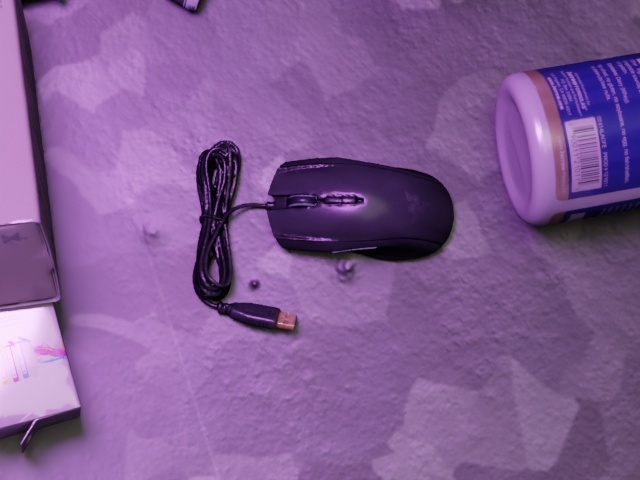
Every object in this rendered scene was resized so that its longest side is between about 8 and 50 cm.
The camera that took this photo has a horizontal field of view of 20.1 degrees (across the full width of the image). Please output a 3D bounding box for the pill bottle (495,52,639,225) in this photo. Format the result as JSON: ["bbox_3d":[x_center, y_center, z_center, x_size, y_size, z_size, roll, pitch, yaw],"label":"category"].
[{"bbox_3d":[0.316,-0.108,1.778,0.264,0.153,0.153,-9,80,-8],"label":"pill bottle"}]

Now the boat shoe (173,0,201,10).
[{"bbox_3d":[-0.117,-0.301,1.825,0.040,0.049,0.142,22,80,-1],"label":"boat shoe"}]

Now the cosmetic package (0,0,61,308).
[{"bbox_3d":[-0.324,-0.095,1.665,0.129,0.153,0.296,-9,59,-6],"label":"cosmetic package"}]

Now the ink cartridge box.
[{"bbox_3d":[-0.281,0.123,1.701,0.090,0.092,0.143,-15,81,-10],"label":"ink cartridge box"}]

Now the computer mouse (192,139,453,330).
[{"bbox_3d":[0.000,0.000,1.771,0.262,0.060,0.184,9,77,-4],"label":"computer mouse"}]
